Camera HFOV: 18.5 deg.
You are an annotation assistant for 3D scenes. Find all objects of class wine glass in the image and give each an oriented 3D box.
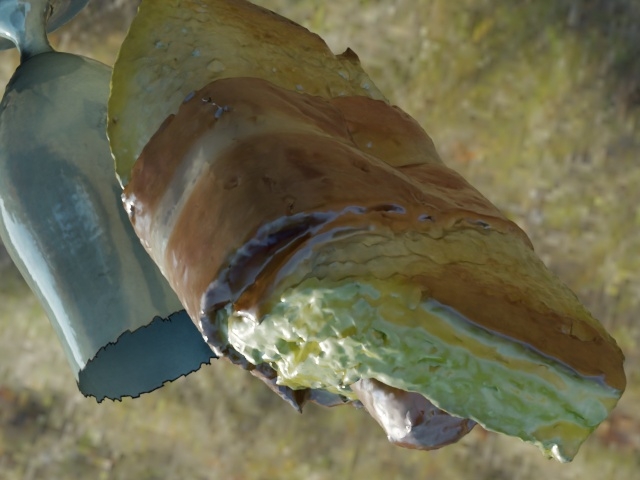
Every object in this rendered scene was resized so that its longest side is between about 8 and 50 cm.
[{"bbox_3d":[-0.105,-0.032,0.871,0.093,0.202,0.093,-20,155,-10],"label":"wine glass"}]

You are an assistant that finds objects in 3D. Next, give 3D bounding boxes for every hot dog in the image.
[{"bbox_3d":[0.001,0.005,0.662,0.123,0.093,0.261,15,-157,-35],"label":"hot dog"}]
